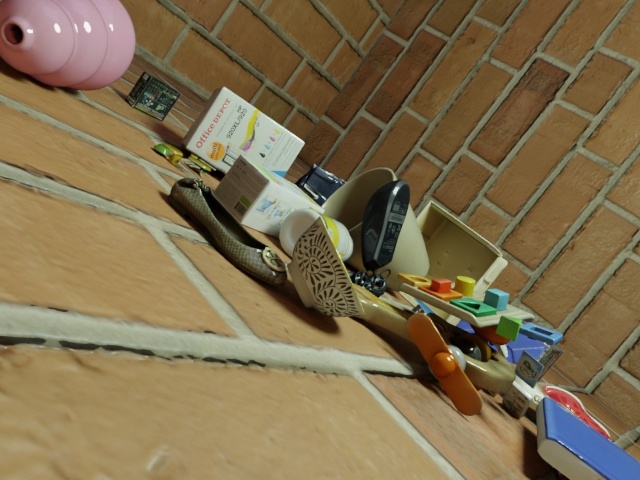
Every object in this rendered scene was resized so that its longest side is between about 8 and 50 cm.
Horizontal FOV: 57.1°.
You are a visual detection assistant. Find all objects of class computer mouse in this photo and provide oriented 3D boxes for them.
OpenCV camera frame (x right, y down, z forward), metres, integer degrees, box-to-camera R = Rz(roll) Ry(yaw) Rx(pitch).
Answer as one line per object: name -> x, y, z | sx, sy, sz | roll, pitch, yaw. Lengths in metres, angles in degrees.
computer mouse -> 0.121, -0.011, 1.307 | 0.072, 0.272, 0.188 | 18, 1, 28

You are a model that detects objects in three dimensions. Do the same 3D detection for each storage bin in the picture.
storage bin -> 0.343, 0.074, 1.677 | 0.123, 0.262, 0.260 | 31, 10, -48

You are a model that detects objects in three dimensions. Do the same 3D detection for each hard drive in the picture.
hard drive -> 0.467, 0.372, 0.998 | 0.210, 0.040, 0.318 | 36, 9, 18

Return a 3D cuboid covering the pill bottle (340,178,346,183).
pill bottle -> 0.069, -0.116, 1.979 | 0.272, 0.152, 0.152 | 29, 11, -37

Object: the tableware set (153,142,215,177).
tableware set -> -0.294, -0.173, 1.266 | 0.104, 0.024, 0.154 | 34, 9, 6

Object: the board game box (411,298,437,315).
board game box -> 0.285, 0.215, 1.455 | 0.133, 0.033, 0.169 | 37, 12, -36

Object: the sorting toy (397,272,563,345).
sorting toy -> 0.270, 0.103, 1.081 | 0.196, 0.047, 0.347 | 4, 13, -41

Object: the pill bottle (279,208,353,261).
pill bottle -> 0.000, 0.000, 1.220 | 0.103, 0.103, 0.184 | 41, 9, 26

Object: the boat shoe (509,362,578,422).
boat shoe -> 0.474, 0.364, 1.309 | 0.207, 0.073, 0.073 | 45, -26, 30

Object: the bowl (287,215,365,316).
bowl -> -0.001, 0.055, 0.906 | 0.170, 0.080, 0.170 | 156, -90, -89

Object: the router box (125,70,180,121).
router box -> -0.438, -0.376, 1.543 | 0.038, 0.092, 0.122 | 40, 8, 24

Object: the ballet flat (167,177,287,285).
ballet flat -> -0.140, -0.020, 0.913 | 0.250, 0.058, 0.084 | 40, 10, 21

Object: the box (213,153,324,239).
box -> -0.104, -0.078, 1.227 | 0.114, 0.103, 0.203 | 43, 10, 34

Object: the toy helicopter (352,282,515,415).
toy helicopter -> 0.181, 0.175, 1.051 | 0.355, 0.140, 0.235 | 26, 17, 2

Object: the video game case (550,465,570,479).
video game case -> 0.487, 0.441, 0.983 | 0.210, 0.042, 0.232 | 36, 8, 6

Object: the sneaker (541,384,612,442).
sneaker -> 0.620, 0.439, 1.401 | 0.221, 0.087, 0.128 | 35, 7, 1

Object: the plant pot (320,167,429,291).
plant pot -> 0.159, -0.003, 1.528 | 0.274, 0.256, 0.256 | 48, 3, -25

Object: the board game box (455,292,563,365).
board game box -> 0.549, 0.294, 1.709 | 0.232, 0.141, 0.291 | 42, 10, 31

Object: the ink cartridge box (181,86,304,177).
ink cartridge box -> -0.194, -0.236, 1.431 | 0.232, 0.171, 0.168 | 32, 1, -20

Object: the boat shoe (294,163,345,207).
boat shoe -> 0.062, -0.084, 1.749 | 0.340, 0.158, 0.127 | 33, 9, -18

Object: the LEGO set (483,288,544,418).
LEGO set -> 0.377, 0.223, 1.195 | 0.182, 0.060, 0.244 | 42, -34, 35

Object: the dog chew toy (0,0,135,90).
dog chew toy -> -0.472, -0.374, 1.071 | 0.206, 0.207, 0.332 | 35, 16, -8
